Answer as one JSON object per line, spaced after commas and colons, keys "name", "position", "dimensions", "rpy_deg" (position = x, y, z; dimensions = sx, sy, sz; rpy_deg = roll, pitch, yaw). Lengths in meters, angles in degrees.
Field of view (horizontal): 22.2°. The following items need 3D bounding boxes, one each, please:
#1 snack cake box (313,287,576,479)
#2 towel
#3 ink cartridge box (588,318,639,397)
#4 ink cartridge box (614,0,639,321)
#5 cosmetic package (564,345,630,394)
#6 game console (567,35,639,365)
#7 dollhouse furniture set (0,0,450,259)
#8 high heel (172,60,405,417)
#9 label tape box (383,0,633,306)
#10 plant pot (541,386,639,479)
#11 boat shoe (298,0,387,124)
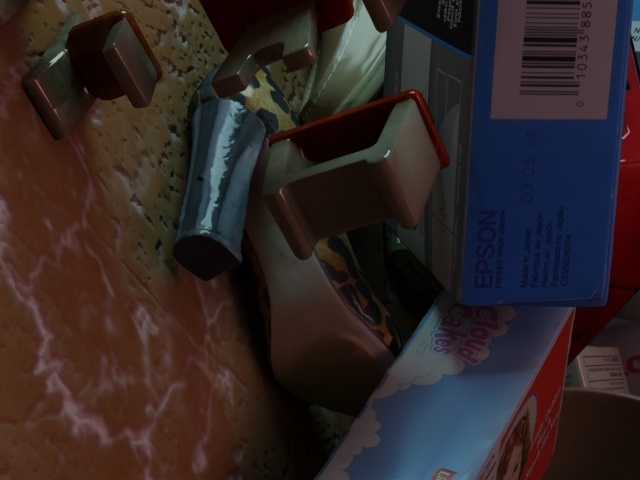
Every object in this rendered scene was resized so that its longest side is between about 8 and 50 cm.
{"name": "snack cake box", "position": [0.079, 0.150, 1.052], "dimensions": [0.264, 0.089, 0.152], "rpy_deg": [-51, 149, -48]}
{"name": "towel", "position": [0.092, 0.000, 1.401], "dimensions": [0.148, 0.027, 0.110], "rpy_deg": [43, 37, -50]}
{"name": "ink cartridge box", "position": [0.397, 0.246, 1.595], "dimensions": [0.166, 0.285, 0.395], "rpy_deg": [-16, 89, -67]}
{"name": "ink cartridge box", "position": [0.268, -0.088, 1.525], "dimensions": [0.197, 0.198, 0.270], "rpy_deg": [48, 58, -47]}
{"name": "cosmetic package", "position": [0.234, 0.254, 1.441], "dimensions": [0.160, 0.113, 0.309], "rpy_deg": [11, 66, -65]}
{"name": "game console", "position": [0.161, -0.089, 1.280], "dimensions": [0.342, 0.060, 0.386], "rpy_deg": [108, -22, -62]}
{"name": "dollhouse furniture set", "position": [-0.024, -0.131, 0.930], "dimensions": [0.259, 0.262, 0.135], "rpy_deg": [63, 23, -27]}
{"name": "high heel", "position": [0.000, 0.000, 1.107], "dimensions": [0.261, 0.093, 0.186], "rpy_deg": [47, 36, -37]}
{"name": "label tape box", "position": [0.105, -0.115, 1.136], "dimensions": [0.334, 0.106, 0.241], "rpy_deg": [-126, -143, -71]}
{"name": "plant pot", "position": [0.194, 0.272, 1.198], "dimensions": [0.284, 0.284, 0.191], "rpy_deg": [-74, 172, -52]}
{"name": "boat shoe", "position": [0.025, -0.215, 1.311], "dimensions": [0.110, 0.121, 0.341], "rpy_deg": [27, 49, -12]}
